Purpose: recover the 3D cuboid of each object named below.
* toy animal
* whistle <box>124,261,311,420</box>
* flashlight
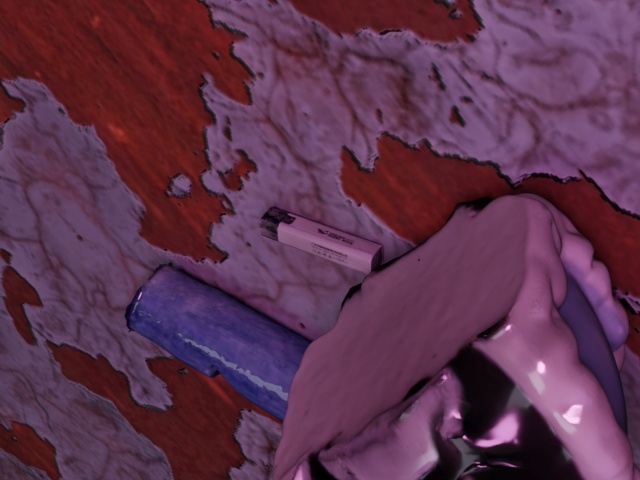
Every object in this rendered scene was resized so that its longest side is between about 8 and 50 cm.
[{"bbox_3d":[0.090,0.093,0.735,0.156,0.204,0.208,39,124,-19],"label":"toy animal"},{"bbox_3d":[0.005,0.110,0.913,0.304,0.062,0.062,29,138,15],"label":"whistle"},{"bbox_3d":[0.000,0.000,0.852,0.083,0.018,0.018,20,135,24],"label":"flashlight"}]
